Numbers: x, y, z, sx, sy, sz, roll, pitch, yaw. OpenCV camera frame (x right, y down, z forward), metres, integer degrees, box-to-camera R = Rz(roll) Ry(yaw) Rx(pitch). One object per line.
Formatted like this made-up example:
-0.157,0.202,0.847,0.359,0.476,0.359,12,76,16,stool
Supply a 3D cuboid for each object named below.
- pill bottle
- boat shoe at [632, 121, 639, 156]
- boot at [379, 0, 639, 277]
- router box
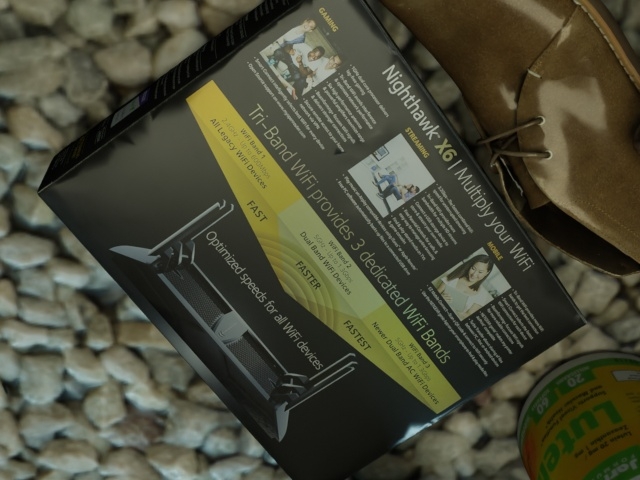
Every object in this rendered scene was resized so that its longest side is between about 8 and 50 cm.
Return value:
0.233,0.193,0.783,0.136,0.245,0.136,-2,112,-4,pill bottle
0.301,-0.152,0.633,0.116,0.123,0.324,29,105,-7,boat shoe
0.138,-0.088,0.715,0.305,0.112,0.115,36,71,-18,boot
0.000,0.000,0.772,0.243,0.081,0.309,-34,111,10,router box
